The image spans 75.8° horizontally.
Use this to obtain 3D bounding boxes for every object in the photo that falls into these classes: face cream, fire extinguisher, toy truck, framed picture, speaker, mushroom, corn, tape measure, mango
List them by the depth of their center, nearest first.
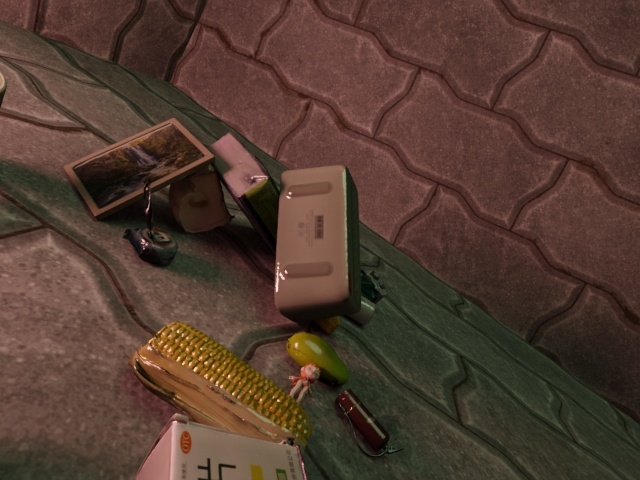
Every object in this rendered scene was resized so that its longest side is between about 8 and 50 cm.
[{"bbox_3d":[-0.155,0.245,0.646,0.305,0.122,0.123,34,44,8],"label":"corn"},{"bbox_3d":[0.089,0.381,0.840,0.078,0.045,0.157,-21,53,-36],"label":"fire extinguisher"},{"bbox_3d":[-0.001,0.266,0.931,0.165,0.074,0.091,33,14,-4],"label":"mango"},{"bbox_3d":[-0.367,-0.038,0.946,0.104,0.180,0.107,24,10,33],"label":"tape measure"},{"bbox_3d":[-0.469,-0.199,1.068,0.240,0.324,0.020,44,-24,31],"label":"framed picture"},{"bbox_3d":[0.000,0.000,1.089,0.183,0.184,0.407,53,34,-60],"label":"speaker"},{"bbox_3d":[-0.020,0.177,1.161,0.206,0.067,0.067,46,20,28],"label":"corn"},{"bbox_3d":[-0.382,-0.137,1.178,0.173,0.162,0.236,37,-27,24],"label":"mushroom"},{"bbox_3d":[0.044,0.166,1.294,0.268,0.082,0.082,31,16,-5],"label":"face cream"},{"bbox_3d":[0.147,0.178,1.426,0.215,0.110,0.116,10,41,-55],"label":"toy truck"}]

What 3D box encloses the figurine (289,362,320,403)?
[{"bbox_3d":[-0.036,0.293,0.840,0.064,0.047,0.109,42,28,3],"label":"figurine"}]

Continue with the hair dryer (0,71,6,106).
[{"bbox_3d":[-0.695,-0.172,0.716,0.128,0.203,0.362,27,34,-31],"label":"hair dryer"}]

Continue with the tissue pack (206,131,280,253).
[{"bbox_3d":[-0.177,-0.105,1.271,0.288,0.124,0.394,49,-8,38],"label":"tissue pack"}]

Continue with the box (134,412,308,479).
[{"bbox_3d":[-0.092,0.352,0.382,0.173,0.145,0.333,27,18,-28],"label":"box"}]
